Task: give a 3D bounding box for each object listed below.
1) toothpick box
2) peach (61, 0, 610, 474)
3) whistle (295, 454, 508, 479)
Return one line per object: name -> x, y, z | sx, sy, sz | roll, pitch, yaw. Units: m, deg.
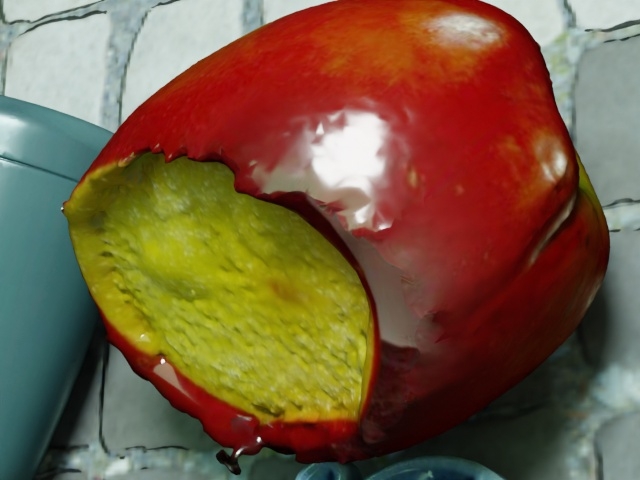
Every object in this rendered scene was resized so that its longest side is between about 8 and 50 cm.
toothpick box -> -0.166, 0.027, 0.854 | 0.120, 0.120, 0.184 | 12, 82, 33
peach -> 0.000, 0.000, 0.719 | 0.226, 0.190, 0.196 | -23, 59, 10
whistle -> 0.006, 0.172, 0.728 | 0.269, 0.093, 0.180 | 9, 81, 26
